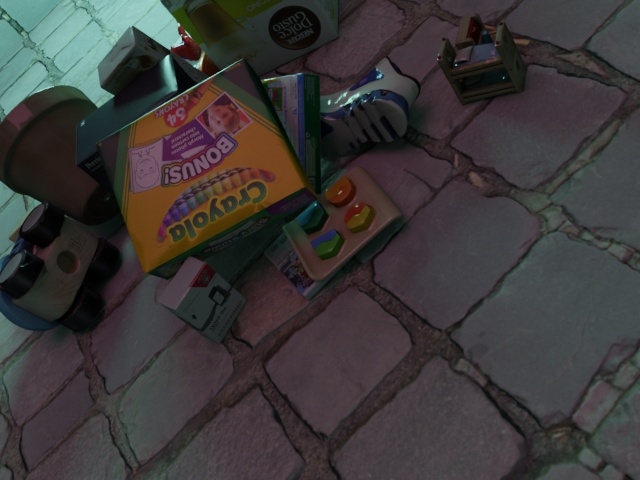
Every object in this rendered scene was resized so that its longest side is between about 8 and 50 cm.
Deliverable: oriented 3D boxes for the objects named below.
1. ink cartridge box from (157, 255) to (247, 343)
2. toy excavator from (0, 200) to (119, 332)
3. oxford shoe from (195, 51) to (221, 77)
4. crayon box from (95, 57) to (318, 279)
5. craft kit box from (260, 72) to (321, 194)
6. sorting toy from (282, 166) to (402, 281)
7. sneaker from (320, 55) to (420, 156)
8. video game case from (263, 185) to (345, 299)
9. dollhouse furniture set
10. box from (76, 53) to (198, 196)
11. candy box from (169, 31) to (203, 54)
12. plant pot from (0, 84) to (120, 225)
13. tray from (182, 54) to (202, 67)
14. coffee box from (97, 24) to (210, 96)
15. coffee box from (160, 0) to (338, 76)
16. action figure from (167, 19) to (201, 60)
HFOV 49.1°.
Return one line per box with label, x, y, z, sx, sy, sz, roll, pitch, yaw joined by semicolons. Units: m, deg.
ink cartridge box;-0.228;0.119;1.379;0.063;0.150;0.109;16;68;41
toy excavator;-0.737;0.050;1.816;0.445;0.222;0.433;-21;44;36
oxford shoe;-0.327;-0.391;1.905;0.132;0.130;0.364;-23;45;31
crayon box;-0.235;-0.141;1.423;0.363;0.106;0.313;-28;70;7
craft kit box;-0.101;-0.223;1.520;0.246;0.061;0.250;5;98;43
sorting toy;0.033;-0.040;1.354;0.208;0.038;0.193;-38;41;5
sneaker;0.096;-0.290;1.500;0.315;0.127;0.182;-1;42;46
video game case;0.000;0.000;1.393;0.201;0.023;0.183;-45;41;-3
dollhouse furniture set;0.325;-0.389;1.378;0.129;0.129;0.184;-6;53;35
box;-0.367;-0.216;1.659;0.296;0.294;0.183;-33;42;12
candy box;-0.391;-0.564;2.137;0.164;0.070;0.196;13;67;43
plant pot;-0.646;-0.198;1.849;0.280;0.323;0.323;39;83;13
tray;-0.425;-0.424;1.965;0.145;0.030;0.270;3;54;21
coffee box;-0.392;-0.384;1.697;0.141;0.246;0.098;-42;45;22
coffee box;-0.171;-0.686;1.865;0.337;0.334;0.338;-19;48;24
action figure;-0.447;-0.538;1.981;0.280;0.091;0.139;-23;58;-1
